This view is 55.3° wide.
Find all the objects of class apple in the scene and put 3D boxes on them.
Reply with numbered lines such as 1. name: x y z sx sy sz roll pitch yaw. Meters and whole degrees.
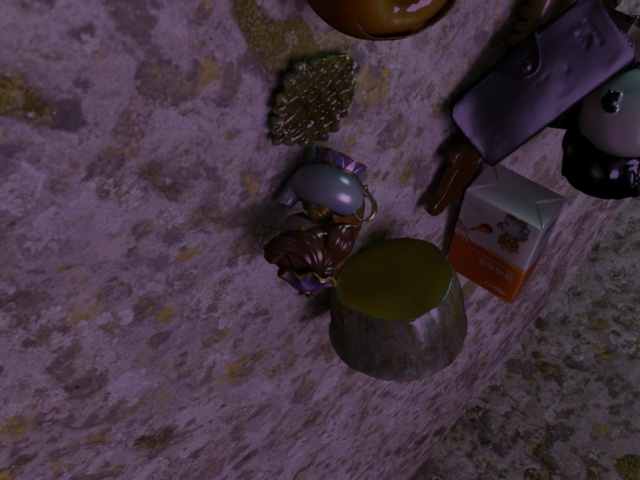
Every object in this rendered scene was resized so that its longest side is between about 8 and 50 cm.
1. apple: 0.086 -0.381 0.823 0.237 0.207 0.237 -29 141 -26

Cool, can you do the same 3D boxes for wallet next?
1. wallet: 0.465 -0.336 1.301 0.377 0.051 0.197 -37 112 19

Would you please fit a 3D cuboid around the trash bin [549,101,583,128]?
1. trash bin: 0.645 -0.380 1.603 0.225 0.115 0.165 -6 128 -53

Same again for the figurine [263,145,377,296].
1. figurine: -0.007 -0.029 1.101 0.263 0.189 0.142 -69 158 -2

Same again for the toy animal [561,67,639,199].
1. toy animal: 0.733 -0.272 1.510 0.251 0.251 0.310 -34 137 -23

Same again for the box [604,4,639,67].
1. box: 0.671 -0.489 1.432 0.310 0.198 0.084 -7 130 -48

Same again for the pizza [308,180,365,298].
1. pizza: 0.000 0.000 1.263 0.197 0.058 0.292 -7 127 -46

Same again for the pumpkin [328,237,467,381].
1. pumpkin: 0.177 0.134 1.406 0.332 0.332 0.199 -29 130 -29

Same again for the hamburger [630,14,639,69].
1. hamburger: 0.881 -0.475 1.728 0.192 0.167 0.288 -52 149 1

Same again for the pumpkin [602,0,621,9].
1. pumpkin: 0.734 -0.622 1.505 0.083 0.054 0.074 -50 144 11

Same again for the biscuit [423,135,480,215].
1. biscuit: 0.350 -0.205 1.480 0.197 0.049 0.302 -26 143 -46

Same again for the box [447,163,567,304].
1. box: 0.490 -0.012 1.657 0.143 0.225 0.341 -43 153 -29

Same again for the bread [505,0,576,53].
1. bread: 0.470 -0.471 1.316 0.134 0.081 0.225 -11 134 -38

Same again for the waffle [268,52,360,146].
1. waffle: -0.009 -0.231 1.027 0.183 0.036 0.169 -19 139 -38
